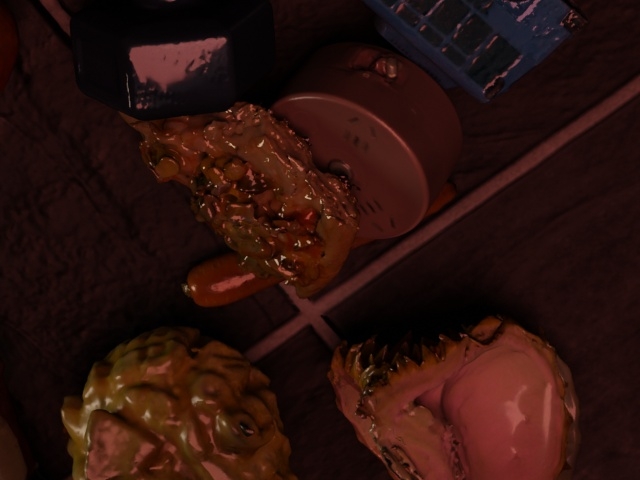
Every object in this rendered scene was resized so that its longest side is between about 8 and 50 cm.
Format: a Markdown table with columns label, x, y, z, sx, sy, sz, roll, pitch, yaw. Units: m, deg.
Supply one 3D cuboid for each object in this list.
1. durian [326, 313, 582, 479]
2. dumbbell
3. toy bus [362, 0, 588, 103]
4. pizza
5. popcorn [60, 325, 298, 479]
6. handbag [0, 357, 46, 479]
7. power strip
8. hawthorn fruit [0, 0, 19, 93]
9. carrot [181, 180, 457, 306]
| label | x | y | z | sx | sy | sz | roll | pitch | yaw |
| --- | --- | --- | --- | --- | --- | --- | --- | --- | --- |
| durian | 0.138 | 0.161 | 1.627 | 0.195 | 0.185 | 0.305 | -41 | 120 | -9 |
| dumbbell | -0.118 | -0.257 | 1.389 | 0.144 | 0.160 | 0.325 | 8 | 118 | 19 |
| toy bus | 0.083 | -0.217 | 1.454 | 0.234 | 0.116 | 0.133 | 39 | 102 | -21 |
| pizza | -0.064 | -0.043 | 1.485 | 0.226 | 0.069 | 0.147 | 46 | 146 | -12 |
| popcorn | -0.122 | 0.180 | 1.580 | 0.189 | 0.169 | 0.218 | -14 | 112 | -1 |
| handbag | -0.330 | 0.229 | 1.597 | 0.235 | 0.127 | 0.213 | -23 | 118 | 5 |
| power strip | 0.032 | -0.080 | 1.489 | 0.154 | 0.078 | 0.154 | 21 | 141 | 18 |
| hawthorn fruit | -0.298 | -0.147 | 1.431 | 0.125 | 0.140 | 0.125 | 15 | 127 | 20 |
| carrot | 0.000 | 0.000 | 1.585 | 0.248 | 0.043 | 0.043 | -22 | 116 | 1 |
